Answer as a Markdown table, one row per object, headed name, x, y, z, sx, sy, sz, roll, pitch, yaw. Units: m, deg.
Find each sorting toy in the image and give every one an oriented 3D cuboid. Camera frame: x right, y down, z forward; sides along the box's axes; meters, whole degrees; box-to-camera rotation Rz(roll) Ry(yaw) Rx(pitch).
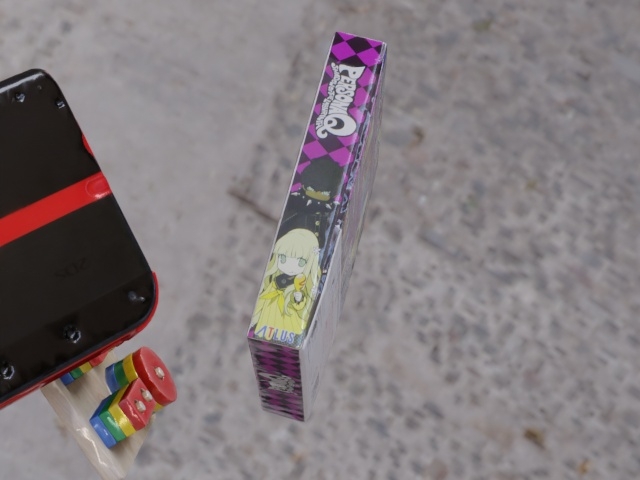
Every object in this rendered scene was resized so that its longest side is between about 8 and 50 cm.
| name | x | y | z | sx | sy | sz | roll | pitch | yaw |
| --- | --- | --- | --- | --- | --- | --- | --- | --- | --- |
| sorting toy | -0.294 | 0.161 | 2.142 | 0.257 | 0.089 | 0.255 | 56 | 10 | -9 |

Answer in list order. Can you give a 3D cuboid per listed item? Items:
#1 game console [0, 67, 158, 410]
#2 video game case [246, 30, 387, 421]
| name | x | y | z | sx | sy | sz | roll | pitch | yaw |
| --- | --- | --- | --- | --- | --- | --- | --- | --- | --- |
| game console | -0.392 | 0.017 | 1.827 | 0.386 | 0.060 | 0.342 | -30 | 93 | -37 |
| video game case | 0.000 | 0.000 | 1.090 | 0.042 | 0.232 | 0.210 | 15 | 74 | 5 |
